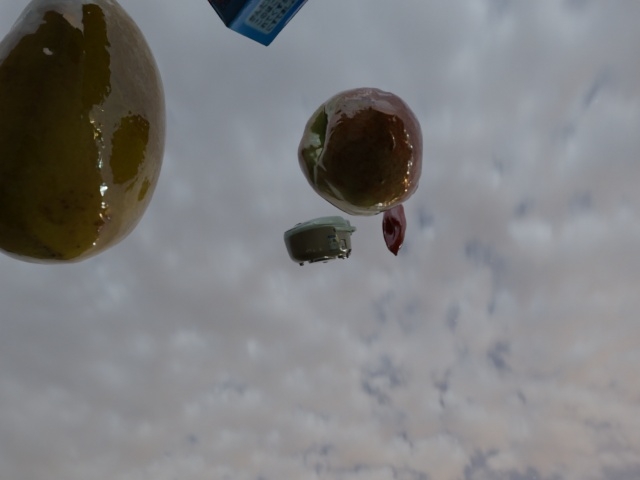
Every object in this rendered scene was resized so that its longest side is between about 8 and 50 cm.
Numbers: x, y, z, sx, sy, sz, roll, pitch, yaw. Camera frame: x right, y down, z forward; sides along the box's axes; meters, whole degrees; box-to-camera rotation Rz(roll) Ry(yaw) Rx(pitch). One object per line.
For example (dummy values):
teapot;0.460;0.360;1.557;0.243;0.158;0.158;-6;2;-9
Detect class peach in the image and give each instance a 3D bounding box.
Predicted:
peach;0.093;-0.156;0.785;0.257;0.232;0.232;19;-56;-30

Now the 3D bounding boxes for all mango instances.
mango;-0.397;-0.178;0.671;0.233;0.300;0.444;10;-93;28

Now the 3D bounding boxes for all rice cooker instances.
rice cooker;0.000;0.000;1.127;0.207;0.127;0.145;-2;-10;-35

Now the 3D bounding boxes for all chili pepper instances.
chili pepper;0.172;-0.044;0.981;0.059;0.191;0.050;-18;-41;30

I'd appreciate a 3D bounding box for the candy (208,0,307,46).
candy;-0.120;-0.425;0.522;0.157;0.100;0.305;-36;-99;28
